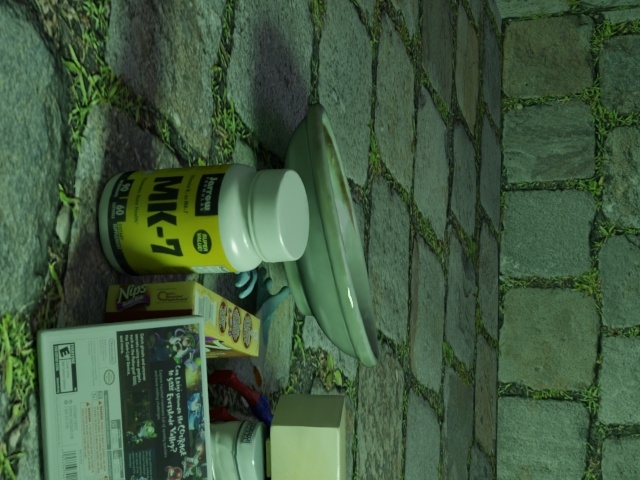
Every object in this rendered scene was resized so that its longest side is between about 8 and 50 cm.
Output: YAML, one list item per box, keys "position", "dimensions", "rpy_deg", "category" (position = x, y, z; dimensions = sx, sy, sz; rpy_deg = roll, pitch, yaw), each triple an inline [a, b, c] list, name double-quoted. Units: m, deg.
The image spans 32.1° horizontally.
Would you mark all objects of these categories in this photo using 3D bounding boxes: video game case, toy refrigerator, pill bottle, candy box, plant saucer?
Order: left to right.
- position: [-0.195, 0.177, 1.122]
  dimensions: [0.173, 0.022, 0.190]
  rpy_deg: [-3, 90, -29]
  category: "video game case"
- position: [-0.153, 0.094, 1.276]
  dimensions: [0.187, 0.109, 0.053]
  rpy_deg: [37, 52, -65]
  category: "candy box"
- position: [-0.125, -0.023, 1.220]
  dimensions: [0.119, 0.209, 0.119]
  rpy_deg: [-3, 90, -71]
  category: "pill bottle"
- position: [-0.017, 0.338, 1.410]
  dimensions: [0.102, 0.094, 0.269]
  rpy_deg: [-70, 161, -73]
  category: "toy refrigerator"
- position: [0.000, 0.000, 1.661]
  dimensions: [0.400, 0.101, 0.400]
  rpy_deg: [-12, 90, -84]
  category: "plant saucer"

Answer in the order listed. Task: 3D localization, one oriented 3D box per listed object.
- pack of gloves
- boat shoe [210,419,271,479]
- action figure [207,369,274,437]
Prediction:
- position: [-0.075, 0.056, 1.515]
  dimensions: [0.232, 0.046, 0.195]
  rpy_deg: [-86, 168, -67]
  category: "pack of gloves"
- position: [-0.102, 0.327, 1.430]
  dimensions: [0.095, 0.084, 0.258]
  rpy_deg: [-68, 158, -55]
  category: "boat shoe"
- position: [-0.080, 0.281, 1.516]
  dimensions: [0.280, 0.139, 0.091]
  rpy_deg: [41, 48, -34]
  category: "action figure"
